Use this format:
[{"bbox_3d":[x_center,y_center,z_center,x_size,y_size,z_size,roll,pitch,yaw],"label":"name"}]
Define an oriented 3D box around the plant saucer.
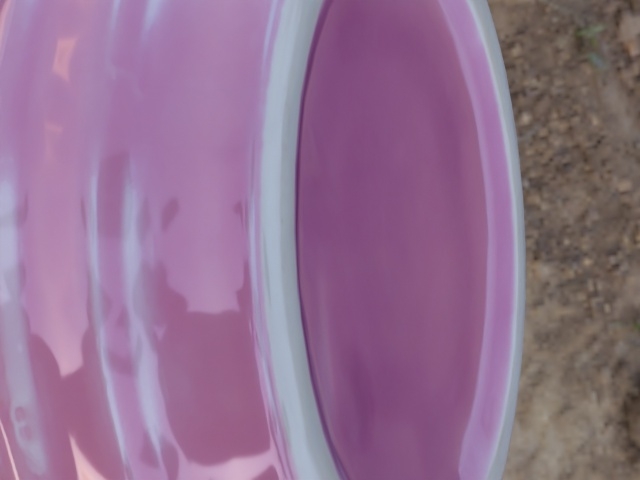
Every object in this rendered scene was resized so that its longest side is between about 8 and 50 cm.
[{"bbox_3d":[0.000,0.000,0.459,0.332,0.084,0.332,-2,90,-66],"label":"plant saucer"}]
